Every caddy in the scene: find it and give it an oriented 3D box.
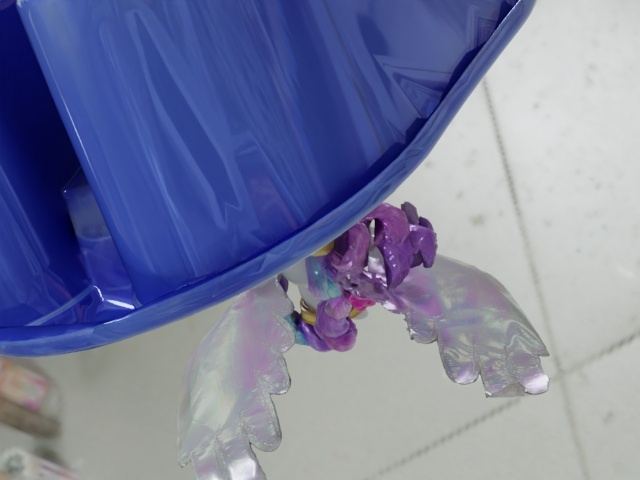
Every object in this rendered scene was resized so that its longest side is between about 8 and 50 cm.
[{"bbox_3d":[-0.045,-0.082,0.709,0.241,0.179,0.341,-8,30,36],"label":"caddy"}]

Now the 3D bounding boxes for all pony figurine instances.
[{"bbox_3d":[0.000,0.000,1.295,0.303,0.363,0.351,-14,32,1],"label":"pony figurine"}]
